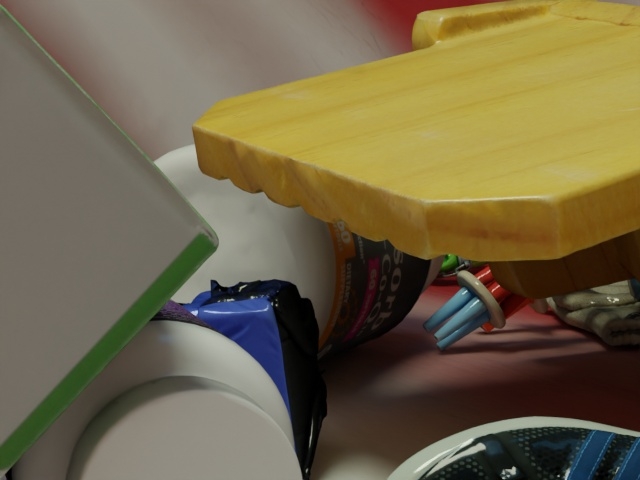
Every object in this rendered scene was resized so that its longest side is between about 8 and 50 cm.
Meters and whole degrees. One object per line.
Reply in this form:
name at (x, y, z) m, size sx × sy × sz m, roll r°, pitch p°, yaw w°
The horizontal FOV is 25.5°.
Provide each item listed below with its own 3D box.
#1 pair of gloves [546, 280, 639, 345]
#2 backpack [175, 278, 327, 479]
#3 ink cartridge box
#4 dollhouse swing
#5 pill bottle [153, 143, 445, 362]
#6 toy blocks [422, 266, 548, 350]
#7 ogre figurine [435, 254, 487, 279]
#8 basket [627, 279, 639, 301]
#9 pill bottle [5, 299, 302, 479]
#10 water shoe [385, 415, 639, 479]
pair of gloves at (0.310, 0.051, 1.149) m, size 0.240 × 0.042 × 0.204 m, roll -6°, pitch 12°, yaw -10°
backpack at (-0.047, 0.066, 0.736) m, size 0.101 × 0.097 × 0.120 m, roll -2°, pitch 7°, yaw 9°
ink cartridge box at (-0.183, 0.023, 0.556) m, size 0.201 × 0.117 × 0.278 m, roll -48°, pitch 19°, yaw -12°
dollhouse swing at (0.153, 0.018, 0.790) m, size 0.305 × 0.315 × 0.347 m, roll -33°, pitch 29°, yaw -22°
pill bottle at (-0.015, 0.005, 0.998) m, size 0.162 × 0.162 × 0.278 m, roll 3°, pitch 8°, yaw 24°
toy blocks at (0.142, 0.037, 1.078) m, size 0.148 × 0.054 × 0.123 m, roll -36°, pitch -15°, yaw -8°
ogre figurine at (0.166, -0.009, 1.445) m, size 0.118 × 0.096 × 0.197 m, roll -10°, pitch -7°, yaw 12°
basket at (0.367, -0.057, 1.054) m, size 0.289 × 0.201 × 0.255 m, roll -8°, pitch 8°, yaw 24°
pill bottle at (-0.073, 0.079, 0.566) m, size 0.108 × 0.108 × 0.193 m, roll -2°, pitch 6°, yaw -19°
water shoe at (0.117, 0.105, 0.507) m, size 0.203 × 0.072 × 0.080 m, roll -1°, pitch 9°, yaw -12°
